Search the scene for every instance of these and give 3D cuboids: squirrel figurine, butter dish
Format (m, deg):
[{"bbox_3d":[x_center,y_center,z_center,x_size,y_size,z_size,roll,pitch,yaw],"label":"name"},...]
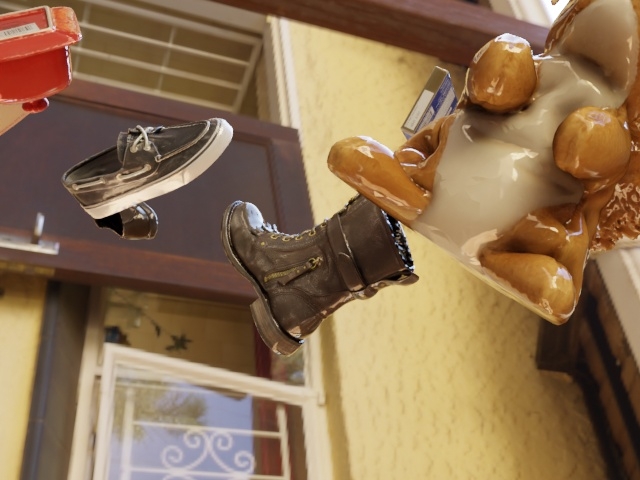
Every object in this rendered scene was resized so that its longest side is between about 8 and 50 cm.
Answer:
[{"bbox_3d":[0.272,-0.119,0.916,0.281,0.397,0.370,36,-87,29],"label":"squirrel figurine"},{"bbox_3d":[-0.378,-0.220,1.056,0.160,0.160,0.118,-123,-158,-54],"label":"butter dish"}]

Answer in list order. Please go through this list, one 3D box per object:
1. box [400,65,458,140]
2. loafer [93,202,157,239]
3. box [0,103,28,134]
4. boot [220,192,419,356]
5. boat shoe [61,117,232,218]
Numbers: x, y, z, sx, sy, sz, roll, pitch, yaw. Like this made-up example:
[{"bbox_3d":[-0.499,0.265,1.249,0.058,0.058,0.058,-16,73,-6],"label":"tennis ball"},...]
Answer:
[{"bbox_3d":[0.223,-0.231,1.623,0.136,0.036,0.225,-61,157,-4],"label":"box"},{"bbox_3d":[-0.395,-0.065,1.546,0.220,0.078,0.080,27,-62,36],"label":"loafer"},{"bbox_3d":[-0.673,-0.299,1.572,0.127,0.148,0.232,58,9,14],"label":"box"},{"bbox_3d":[0.000,0.000,1.058,0.229,0.091,0.263,-39,-124,21],"label":"boot"},{"bbox_3d":[-0.288,-0.137,1.352,0.301,0.102,0.108,-21,-139,21],"label":"boat shoe"}]
